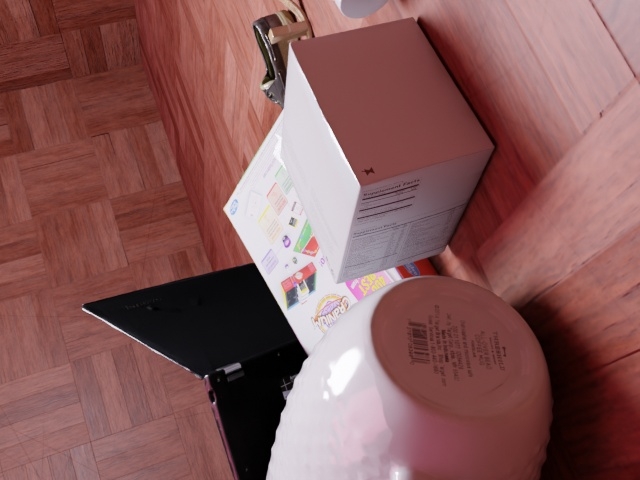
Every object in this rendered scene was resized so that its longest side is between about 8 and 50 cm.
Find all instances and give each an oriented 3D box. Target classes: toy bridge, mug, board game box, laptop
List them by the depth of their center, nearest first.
[{"bbox_3d":[0.083,0.236,0.738,0.374,0.276,0.328,-69,-5,-46],"label":"mug"},{"bbox_3d":[0.000,0.000,1.033,0.316,0.064,0.242,59,136,21],"label":"board game box"},{"bbox_3d":[-0.047,-0.318,1.117,0.026,0.063,0.188,130,121,-72],"label":"toy bridge"},{"bbox_3d":[-0.093,0.227,1.138,0.236,0.382,0.407,-21,85,38],"label":"laptop"}]

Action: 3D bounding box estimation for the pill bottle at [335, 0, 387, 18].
[{"bbox_3d":[0.023,-0.327,0.820,0.086,0.086,0.152,105,145,-62],"label":"pill bottle"}]

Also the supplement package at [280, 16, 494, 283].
[{"bbox_3d":[0.059,-0.096,0.812,0.203,0.149,0.194,101,149,-59],"label":"supplement package"}]

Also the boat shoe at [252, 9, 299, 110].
[{"bbox_3d":[-0.067,-0.265,1.223,0.080,0.073,0.223,-136,33,-61],"label":"boat shoe"}]
